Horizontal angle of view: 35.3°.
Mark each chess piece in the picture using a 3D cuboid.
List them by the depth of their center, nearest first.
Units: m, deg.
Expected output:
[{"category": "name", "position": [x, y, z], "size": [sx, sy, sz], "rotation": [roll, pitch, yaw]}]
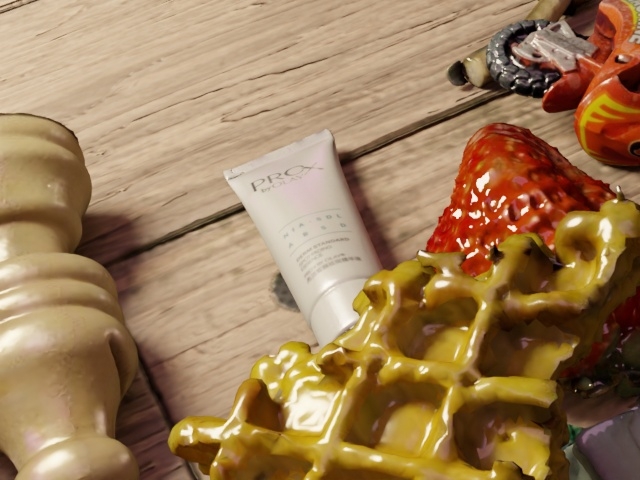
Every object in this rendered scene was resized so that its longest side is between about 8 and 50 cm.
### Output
[{"category": "chess piece", "position": [-0.197, 0.054, 0.659], "size": [0.139, 0.124, 0.307], "rotation": [2, 42, -32]}]

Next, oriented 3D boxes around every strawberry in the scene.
[{"category": "strawberry", "position": [0.139, -0.009, 0.660], "size": [0.175, 0.106, 0.236], "rotation": [-24, 47, -14]}]

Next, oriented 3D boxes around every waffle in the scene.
[{"category": "waffle", "position": [0.054, 0.120, 0.359], "size": [0.260, 0.069, 0.293], "rotation": [-26, 48, 2]}]

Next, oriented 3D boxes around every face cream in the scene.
[{"category": "face cream", "position": [0.000, 0.000, 0.713], "size": [0.092, 0.058, 0.243], "rotation": [-21, 40, -5]}]

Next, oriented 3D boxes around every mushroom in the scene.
[{"category": "mushroom", "position": [0.177, -0.195, 0.870], "size": [0.060, 0.061, 0.187], "rotation": [31, 62, 26]}]

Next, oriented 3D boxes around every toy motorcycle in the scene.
[{"category": "toy motorcycle", "position": [0.283, -0.138, 0.774], "size": [0.298, 0.089, 0.171], "rotation": [-15, 47, -6]}]

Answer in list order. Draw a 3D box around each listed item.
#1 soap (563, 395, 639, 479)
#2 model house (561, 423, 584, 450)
[{"category": "soap", "position": [0.225, 0.171, 0.423], "size": [0.150, 0.094, 0.261], "rotation": [-25, 72, -10]}, {"category": "model house", "position": [0.171, 0.150, 0.513], "size": [0.100, 0.087, 0.100], "rotation": [-6, 45, 5]}]
